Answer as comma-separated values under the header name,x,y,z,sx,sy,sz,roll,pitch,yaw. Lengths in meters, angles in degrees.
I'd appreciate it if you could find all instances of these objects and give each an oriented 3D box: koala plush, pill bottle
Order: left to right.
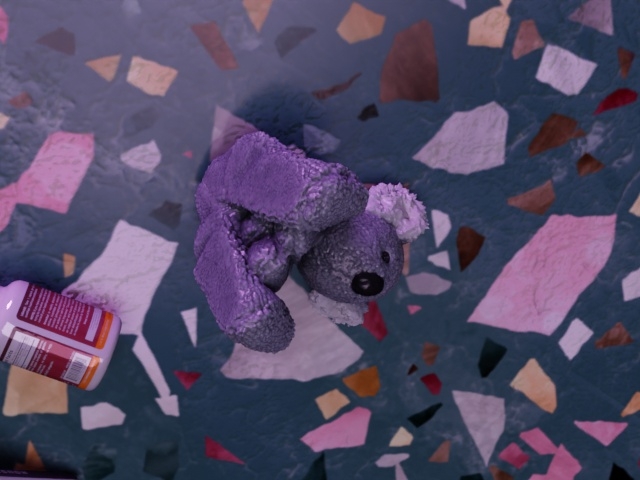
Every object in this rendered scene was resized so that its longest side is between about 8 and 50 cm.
name,x,y,z,sx,sy,sz,roll,pitch,yaw
pill bottle,-0.292,0.093,1.009,0.152,0.086,0.086,23,107,-16
koala plush,0.000,0.000,0.986,0.221,0.203,0.196,16,109,-36

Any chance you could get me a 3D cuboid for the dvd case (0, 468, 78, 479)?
name,x,y,z,sx,sy,sz,roll,pitch,yaw
dvd case,-0.391,0.331,1.038,0.238,0.029,0.179,17,91,-44
